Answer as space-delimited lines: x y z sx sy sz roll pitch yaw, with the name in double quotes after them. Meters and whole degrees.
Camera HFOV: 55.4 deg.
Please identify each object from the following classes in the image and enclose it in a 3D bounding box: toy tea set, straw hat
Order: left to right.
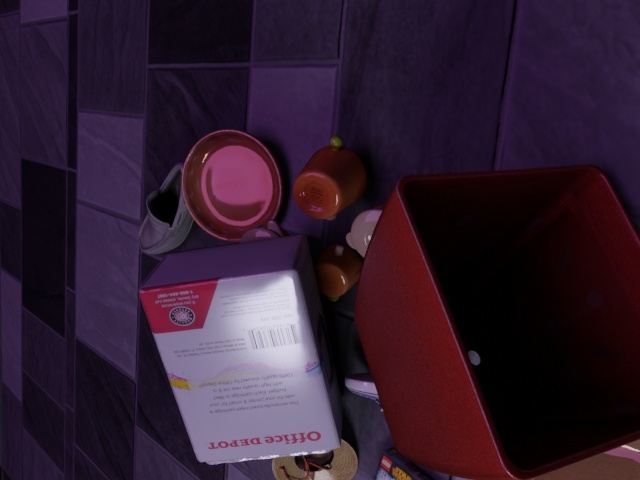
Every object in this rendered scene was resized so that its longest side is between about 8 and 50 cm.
-0.010 0.345 1.002 0.061 0.145 0.144 -85 15 -63 "straw hat"
0.000 0.000 0.954 0.200 0.124 0.336 45 126 -2 "toy tea set"

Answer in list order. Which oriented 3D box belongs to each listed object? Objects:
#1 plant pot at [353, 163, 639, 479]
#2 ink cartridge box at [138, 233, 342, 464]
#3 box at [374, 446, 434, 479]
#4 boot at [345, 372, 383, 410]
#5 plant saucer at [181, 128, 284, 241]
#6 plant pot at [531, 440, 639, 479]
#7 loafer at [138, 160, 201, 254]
0.181 0.101 0.642 0.235 0.267 0.267 -54 48 55 "plant pot"
-0.103 0.162 0.901 0.226 0.131 0.306 -8 114 8 "ink cartridge box"
0.135 0.379 0.881 0.137 0.027 0.093 28 113 42 "box"
0.111 0.241 0.861 0.190 0.069 0.085 0 91 45 "boot"
-0.153 -0.097 1.084 0.200 0.037 0.199 5 104 20 "plant saucer"
0.303 0.316 0.639 0.237 0.032 0.236 -13 64 28 "plant pot"
-0.308 -0.068 1.242 0.319 0.112 0.112 -43 63 40 "loafer"
